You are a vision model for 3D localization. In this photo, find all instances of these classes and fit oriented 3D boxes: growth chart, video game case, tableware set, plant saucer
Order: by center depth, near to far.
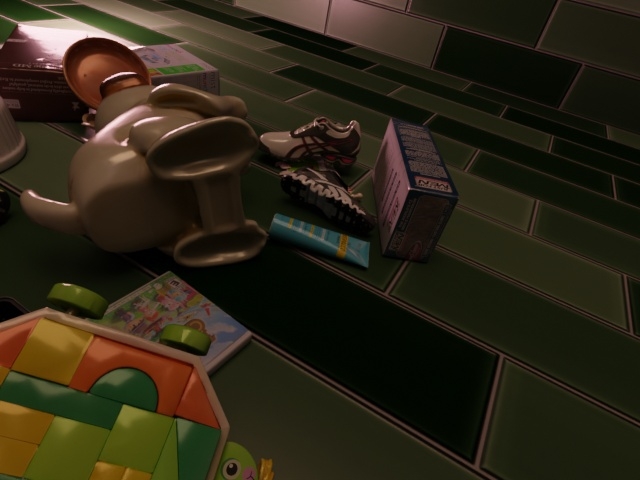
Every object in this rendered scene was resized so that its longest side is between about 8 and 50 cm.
[{"bbox_3d":[-0.242,0.147,0.586,0.194,0.023,0.212,31,41,22],"label":"video game case"},{"bbox_3d":[-0.532,-0.407,1.021,0.200,0.037,0.199,7,77,-35],"label":"plant saucer"},{"bbox_3d":[-0.527,-0.315,1.036,0.141,0.020,0.168,7,52,-35],"label":"tableware set"},{"bbox_3d":[-0.016,-0.167,1.049,0.172,0.021,0.237,-7,41,-22],"label":"growth chart"}]

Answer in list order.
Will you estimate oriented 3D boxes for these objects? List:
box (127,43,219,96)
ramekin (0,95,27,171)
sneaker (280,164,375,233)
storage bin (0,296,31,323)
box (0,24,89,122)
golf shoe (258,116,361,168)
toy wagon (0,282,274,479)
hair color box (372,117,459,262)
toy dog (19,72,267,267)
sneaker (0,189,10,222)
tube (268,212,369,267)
[{"bbox_3d":[-0.479,-0.494,1.248,0.231,0.126,0.262,-27,52,-37],"label":"box"},{"bbox_3d":[-0.778,-0.236,0.833,0.274,0.127,0.272,8,38,-6],"label":"ramekin"},{"bbox_3d":[0.032,-0.105,0.916,0.235,0.078,0.106,31,53,14],"label":"sneaker"},{"bbox_3d":[-0.345,0.164,0.465,0.180,0.084,0.122,27,55,19],"label":"storage bin"},{"bbox_3d":[-0.755,-0.472,1.130,0.191,0.143,0.381,-5,43,-23],"label":"box"},{"bbox_3d":[-0.029,-0.271,1.066,0.274,0.120,0.105,3,40,-7],"label":"golf shoe"},{"bbox_3d":[-0.194,0.205,0.389,0.345,0.068,0.266,25,61,-16],"label":"toy wagon"},{"bbox_3d":[0.201,-0.129,0.937,0.105,0.173,0.347,10,38,-5],"label":"hair color box"},{"bbox_3d":[-0.313,-0.150,0.783,0.396,0.284,0.407,-20,45,-11],"label":"toy dog"},{"bbox_3d":[-0.636,-0.043,0.669,0.094,0.081,0.209,28,41,22],"label":"sneaker"},{"bbox_3d":[0.000,0.000,0.827,0.207,0.052,0.080,17,44,-3],"label":"tube"}]
